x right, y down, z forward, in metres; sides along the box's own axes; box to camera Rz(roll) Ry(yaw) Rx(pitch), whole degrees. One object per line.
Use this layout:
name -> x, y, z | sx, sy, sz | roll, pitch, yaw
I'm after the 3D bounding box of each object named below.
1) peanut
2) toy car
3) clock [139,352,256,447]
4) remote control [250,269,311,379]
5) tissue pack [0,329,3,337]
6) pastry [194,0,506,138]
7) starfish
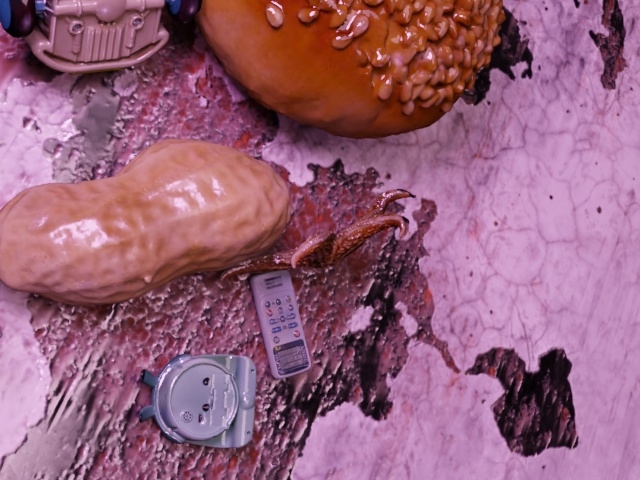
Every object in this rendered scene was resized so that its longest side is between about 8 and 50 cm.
peanut -> -0.176, -0.018, 0.968 | 0.313, 0.149, 0.149 | -21, 94, -28
toy car -> -0.237, -0.312, 0.935 | 0.204, 0.247, 0.198 | -14, 52, -33
clock -> -0.135, 0.170, 1.016 | 0.135, 0.041, 0.101 | 8, 79, -31
remote control -> -0.046, 0.096, 1.096 | 0.053, 0.018, 0.124 | -12, 89, -33
tissue pack -> -0.433, 0.052, 0.762 | 0.316, 0.103, 0.227 | -28, 138, -31
pastry -> 0.042, -0.314, 1.078 | 0.410, 0.245, 0.409 | 6, 78, -33
starfish -> 0.004, 0.007, 1.072 | 0.238, 0.213, 0.057 | -25, 89, 4
